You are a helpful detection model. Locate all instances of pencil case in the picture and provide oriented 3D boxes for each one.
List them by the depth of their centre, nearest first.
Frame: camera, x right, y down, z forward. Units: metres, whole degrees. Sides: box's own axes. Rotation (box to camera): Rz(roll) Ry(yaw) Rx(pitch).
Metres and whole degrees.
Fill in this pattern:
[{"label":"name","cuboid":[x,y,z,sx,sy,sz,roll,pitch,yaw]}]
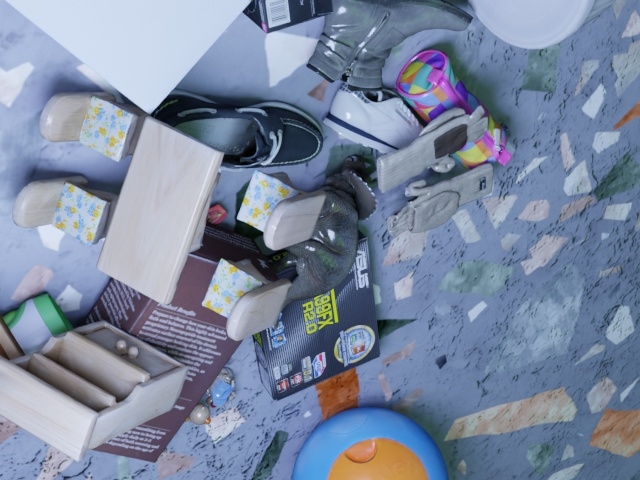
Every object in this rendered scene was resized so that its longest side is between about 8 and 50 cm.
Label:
[{"label":"pencil case","cuboid":[0.220,-0.208,1.837,0.104,0.104,0.236,-47,131,4]}]

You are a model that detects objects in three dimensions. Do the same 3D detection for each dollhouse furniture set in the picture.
[{"label":"dollhouse furniture set","cuboid":[-0.255,0.045,1.466,0.256,0.362,0.394,-19,132,-67]}]

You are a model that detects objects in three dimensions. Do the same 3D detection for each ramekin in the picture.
[{"label":"ramekin","cuboid":[0.334,-0.429,1.661,0.127,0.273,0.273,-22,129,-33]}]

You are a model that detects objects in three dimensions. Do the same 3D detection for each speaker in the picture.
[{"label":"speaker","cuboid":[-0.499,0.202,1.653,0.296,0.131,0.131,-32,131,-9]}]

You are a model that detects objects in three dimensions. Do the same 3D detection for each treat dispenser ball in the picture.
[{"label":"treat dispenser ball","cuboid":[0.091,0.450,2.062,0.288,0.288,0.288,-15,126,-22]}]

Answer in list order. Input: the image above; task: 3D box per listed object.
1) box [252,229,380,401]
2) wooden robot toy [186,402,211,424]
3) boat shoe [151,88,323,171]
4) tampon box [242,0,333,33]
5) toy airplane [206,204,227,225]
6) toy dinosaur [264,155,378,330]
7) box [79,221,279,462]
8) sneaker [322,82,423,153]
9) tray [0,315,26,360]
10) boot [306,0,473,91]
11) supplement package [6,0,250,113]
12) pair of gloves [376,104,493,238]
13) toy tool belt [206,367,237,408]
[{"label":"box","cuboid":[-0.013,0.125,1.939,0.216,0.060,0.270,-20,128,-18]},{"label":"wooden robot toy","cuboid":[-0.204,0.269,1.885,0.076,0.079,0.173,-26,152,-49]},{"label":"boat shoe","cuboid":[-0.116,-0.149,1.676,0.303,0.091,0.114,2,119,-32]},{"label":"tampon box","cuboid":[-0.067,-0.370,1.514,0.101,0.161,0.120,-21,127,-18]},{"label":"toy airplane","cuboid":[-0.225,-0.026,1.732,0.151,0.028,0.151,-14,126,-20]},{"label":"toy dinosaur","cuboid":[0.000,0.000,1.778,0.160,0.121,0.313,16,85,-5]},{"label":"box","cuboid":[-0.253,0.150,1.740,0.191,0.143,0.381,22,114,-38]},{"label":"sneaker","cuboid":[0.116,-0.185,1.801,0.235,0.090,0.094,17,100,-39]},{"label":"tray","cuboid":[-0.626,0.203,1.538,0.411,0.076,0.203,-32,87,-10]},{"label":"boot","cuboid":[0.101,-0.301,1.704,0.247,0.083,0.161,6,108,-25]},{"label":"supplement package","cuboid":[-0.262,-0.330,1.434,0.204,0.145,0.262,-48,131,4]},{"label":"pair of gloves","cuboid":[0.182,-0.109,1.799,0.204,0.042,0.240,-32,146,-9]},{"label":"toy tool belt","cuboid":[-0.170,0.263,1.939,0.052,0.051,0.083,5,117,-33]}]
